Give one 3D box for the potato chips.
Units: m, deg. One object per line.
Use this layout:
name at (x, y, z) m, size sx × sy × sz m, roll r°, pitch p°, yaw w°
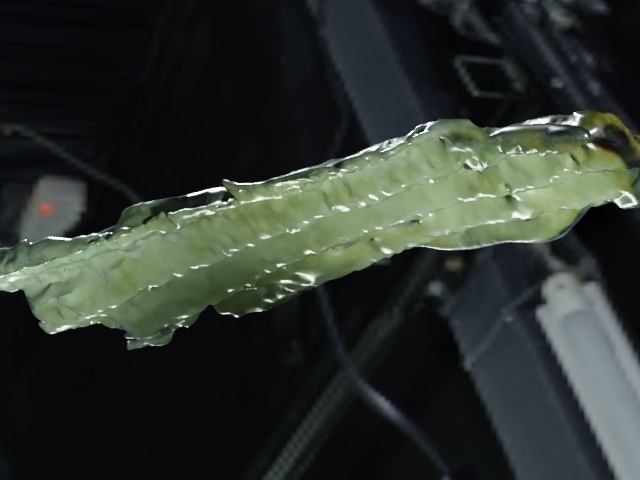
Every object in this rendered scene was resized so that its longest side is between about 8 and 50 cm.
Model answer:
potato chips at (0.000, 0.001, 0.475) m, size 0.207 × 0.092 × 0.028 m, roll -17°, pitch -114°, yaw 31°
